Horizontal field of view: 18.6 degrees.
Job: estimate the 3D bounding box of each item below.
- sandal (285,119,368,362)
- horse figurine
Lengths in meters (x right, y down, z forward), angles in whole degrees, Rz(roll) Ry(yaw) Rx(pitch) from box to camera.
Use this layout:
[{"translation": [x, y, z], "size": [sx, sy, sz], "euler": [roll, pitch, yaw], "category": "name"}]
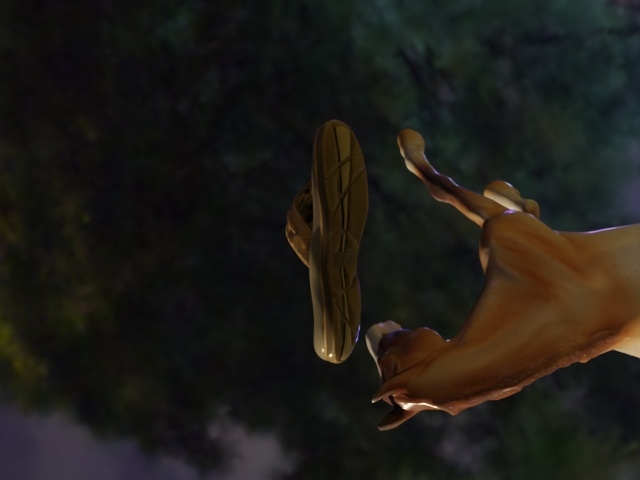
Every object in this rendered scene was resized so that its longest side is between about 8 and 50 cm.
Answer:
[{"translation": [0.000, 0.000, 1.442], "size": [0.072, 0.049, 0.180], "euler": [8, -97, -64], "category": "sandal"}, {"translation": [0.141, 0.014, 0.856], "size": [0.174, 0.263, 0.066], "euler": [-104, 22, -58], "category": "horse figurine"}]
